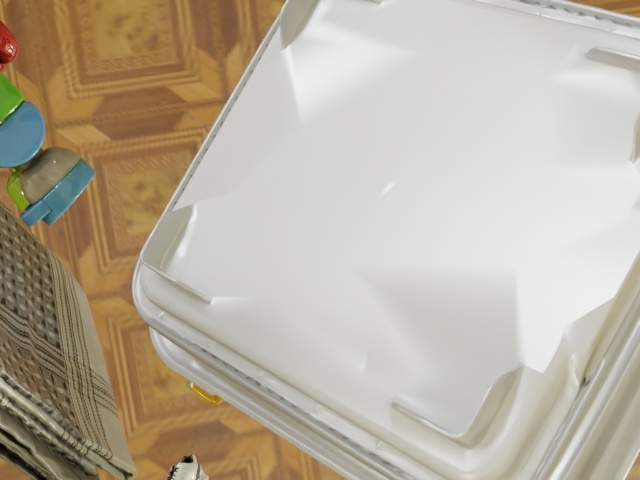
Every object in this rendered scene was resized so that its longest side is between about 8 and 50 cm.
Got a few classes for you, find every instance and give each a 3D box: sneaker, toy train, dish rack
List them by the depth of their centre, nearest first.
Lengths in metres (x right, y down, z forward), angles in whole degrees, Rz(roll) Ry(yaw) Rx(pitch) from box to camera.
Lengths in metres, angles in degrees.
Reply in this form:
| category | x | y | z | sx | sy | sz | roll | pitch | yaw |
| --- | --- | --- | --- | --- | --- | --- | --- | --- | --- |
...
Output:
| category | x | y | z | sx | sy | sz | roll | pitch | yaw |
| --- | --- | --- | --- | --- | --- | --- | --- | --- | --- |
| dish rack | 0.044 | -0.022 | 0.625 | 0.072 | 0.333 | 0.285 | 37 | 81 | -49 |
| toy train | -0.257 | -0.080 | 0.922 | 0.105 | 0.248 | 0.143 | -47 | 105 | -14 |
| sneaker | -0.184 | 0.307 | 1.494 | 0.040 | 0.109 | 0.043 | -19 | 98 | 27 |

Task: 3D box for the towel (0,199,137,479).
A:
| category | x | y | z | sx | sy | sz | roll | pitch | yaw |
| --- | --- | --- | --- | --- | --- | --- | --- | --- | --- |
| towel | -0.276 | 0.071 | 1.073 | 0.056 | 0.324 | 0.312 | -26 | 136 | 5 |

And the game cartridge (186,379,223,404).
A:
| category | x | y | z | sx | sy | sz | roll | pitch | yaw |
| --- | --- | --- | --- | --- | --- | --- | --- | --- | --- |
| game cartridge | 0.000 | 0.000 | 1.275 | 0.053 | 0.324 | 0.285 | 33 | 122 | 17 |
